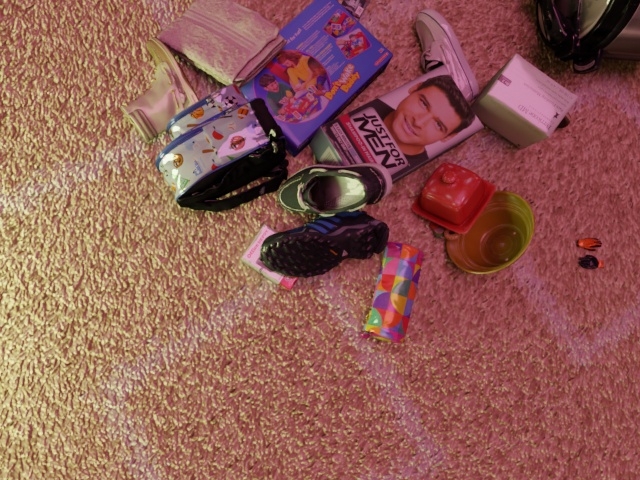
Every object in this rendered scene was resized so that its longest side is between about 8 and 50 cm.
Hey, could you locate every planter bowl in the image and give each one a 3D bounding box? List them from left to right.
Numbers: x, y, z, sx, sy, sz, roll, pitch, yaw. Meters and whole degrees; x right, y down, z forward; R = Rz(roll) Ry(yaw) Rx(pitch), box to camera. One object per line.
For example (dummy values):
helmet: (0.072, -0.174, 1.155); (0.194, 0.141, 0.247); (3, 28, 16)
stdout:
planter bowl: (0.421, -0.005, 1.168); (0.090, 0.217, 0.217); (31, 75, -40)

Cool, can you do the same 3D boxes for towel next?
towel: (-0.233, -0.472, 1.131); (0.282, 0.049, 0.187); (34, 74, 20)

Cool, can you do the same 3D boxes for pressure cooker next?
pressure cooker: (0.748, -0.635, 1.207); (0.421, 0.375, 0.369); (1, 56, -9)

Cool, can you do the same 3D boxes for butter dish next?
butter dish: (0.312, -0.123, 1.156); (0.160, 0.118, 0.160); (30, 76, 31)

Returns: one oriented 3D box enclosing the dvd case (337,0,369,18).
dvd case: (0.070, -0.646, 1.272); (0.119, 0.013, 0.087); (28, 78, -3)

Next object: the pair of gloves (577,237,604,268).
pair of gloves: (0.707, 0.033, 1.272); (0.074, 0.010, 0.083); (2, 84, -10)

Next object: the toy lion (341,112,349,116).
toy lion: (0.070, -0.265, 1.207); (0.096, 0.034, 0.100); (-19, 85, -19)

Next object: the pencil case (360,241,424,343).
pencil case: (0.167, 0.122, 1.127); (0.104, 0.104, 0.236); (20, 79, -6)

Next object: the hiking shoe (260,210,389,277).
hiking shoe: (0.000, 0.000, 1.089); (0.304, 0.132, 0.113); (-8, 120, -26)

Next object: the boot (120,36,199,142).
boot: (-0.390, -0.348, 1.121); (0.165, 0.077, 0.213); (-31, 90, -10)

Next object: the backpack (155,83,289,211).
backpack: (-0.216, -0.185, 1.038); (0.263, 0.276, 0.213); (-36, 83, -6)

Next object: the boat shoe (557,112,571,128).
boat shoe: (0.591, -0.377, 1.291); (0.190, 0.068, 0.072); (37, 66, -2)

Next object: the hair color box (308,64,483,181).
hair color box: (0.183, -0.249, 1.156); (0.374, 0.113, 0.185); (-31, 88, -21)

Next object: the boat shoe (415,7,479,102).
boat shoe: (0.303, -0.464, 1.245); (0.088, 0.096, 0.267); (-28, 93, -13)

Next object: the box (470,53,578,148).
box: (0.488, -0.333, 1.193); (0.181, 0.182, 0.119); (35, 93, 1)

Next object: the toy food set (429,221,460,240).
toy food set: (0.314, -0.040, 1.196); (0.083, 0.020, 0.083); (19, 73, 32)

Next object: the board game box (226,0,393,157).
board game box: (-0.025, -0.408, 1.187); (0.233, 0.078, 0.347); (44, 77, 0)

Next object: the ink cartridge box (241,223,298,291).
ink cartridge box: (-0.101, 0.040, 1.116); (0.135, 0.056, 0.099); (33, 79, -3)

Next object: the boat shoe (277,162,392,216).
boat shoe: (0.004, -0.108, 1.043); (0.091, 0.303, 0.114); (-28, 103, -46)
